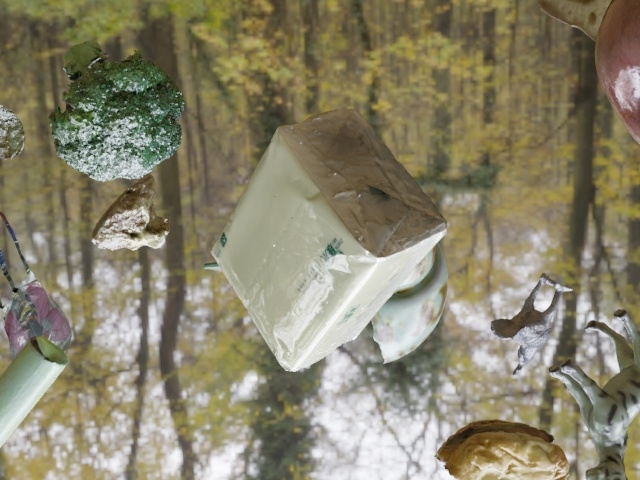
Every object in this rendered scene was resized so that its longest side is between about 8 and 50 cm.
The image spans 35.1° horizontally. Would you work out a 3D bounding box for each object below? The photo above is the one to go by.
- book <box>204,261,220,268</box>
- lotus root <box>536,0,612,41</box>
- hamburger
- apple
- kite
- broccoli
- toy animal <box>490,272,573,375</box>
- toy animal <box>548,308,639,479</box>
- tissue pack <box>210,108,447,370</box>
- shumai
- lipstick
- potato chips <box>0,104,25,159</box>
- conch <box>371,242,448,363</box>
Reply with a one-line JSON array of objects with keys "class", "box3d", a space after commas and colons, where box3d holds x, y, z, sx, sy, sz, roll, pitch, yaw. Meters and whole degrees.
[{"class": "book", "box3d": [-0.202, 0.063, 2.500, 0.135, 0.017, 0.103, -7, 170, 32]}, {"class": "lotus root", "box3d": [0.532, -0.523, 1.811, 0.111, 0.374, 0.390, -7, -179, -35]}, {"class": "hamburger", "box3d": [0.434, 0.499, 2.255, 0.330, 0.209, 0.162, 39, -173, -17]}, {"class": "apple", "box3d": [0.537, -0.270, 1.473, 0.235, 0.305, 0.306, -37, -153, -23]}, {"class": "kite", "box3d": [-0.560, 0.107, 1.875, 0.022, 0.360, 0.204, -7, -150, 20]}, {"class": "broccoli", "box3d": [-0.365, -0.238, 1.786, 0.270, 0.270, 0.270, -26, 159, -11]}, {"class": "toy animal", "box3d": [0.444, 0.163, 2.112, 0.081, 0.206, 0.367, 31, 172, 24]}, {"class": "toy animal", "box3d": [0.402, 0.221, 1.439, 0.170, 0.255, 0.090, 33, 163, -9]}, {"class": "tissue pack", "box3d": [0.000, 0.000, 1.757, 0.207, 0.380, 0.297, -22, -114, -38]}, {"class": "shumai", "box3d": [-0.428, -0.041, 2.388, 0.209, 0.153, 0.161, -51, -170, -13]}, {"class": "lipstick", "box3d": [-0.525, 0.288, 1.637, 0.076, 0.304, 0.076, 38, -177, -3]}, {"class": "potato chips", "box3d": [-0.586, -0.185, 1.630, 0.209, 0.142, 0.026, 35, -155, -32]}, {"class": "conch", "box3d": [0.148, 0.069, 1.991, 0.197, 0.368, 0.249, -14, -135, 15]}]
